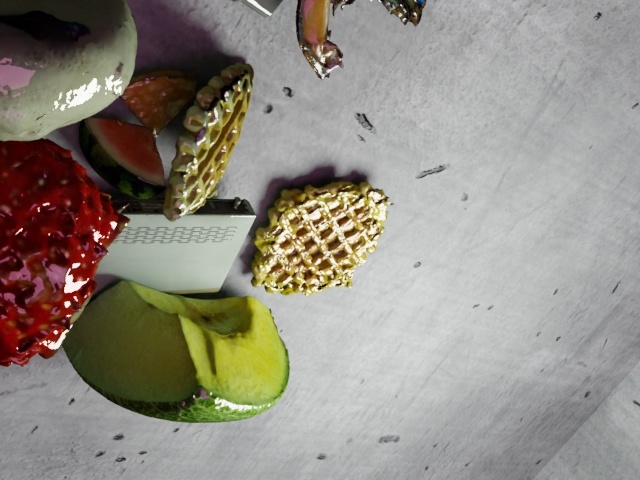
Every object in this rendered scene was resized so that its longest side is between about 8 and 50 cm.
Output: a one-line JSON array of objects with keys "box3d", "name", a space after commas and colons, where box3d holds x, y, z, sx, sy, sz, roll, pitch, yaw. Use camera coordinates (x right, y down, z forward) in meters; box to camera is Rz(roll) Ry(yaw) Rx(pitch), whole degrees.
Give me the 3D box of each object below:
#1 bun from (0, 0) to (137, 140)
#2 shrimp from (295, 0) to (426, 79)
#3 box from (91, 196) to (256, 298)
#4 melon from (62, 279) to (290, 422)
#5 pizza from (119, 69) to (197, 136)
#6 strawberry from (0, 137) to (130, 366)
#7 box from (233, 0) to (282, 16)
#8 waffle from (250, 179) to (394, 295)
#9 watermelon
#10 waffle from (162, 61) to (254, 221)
[{"box3d": [-0.341, -0.196, 0.837, 0.293, 0.293, 0.187, 1, 132, -36], "name": "bun"}, {"box3d": [0.056, -0.313, 1.111, 0.290, 0.054, 0.222, 16, 94, -57], "name": "shrimp"}, {"box3d": [-0.249, 0.009, 1.240, 0.270, 0.045, 0.211, -2, 137, -33], "name": "box"}, {"box3d": [-0.186, 0.175, 1.297, 0.343, 0.331, 0.226, 30, 70, -52], "name": "melon"}, {"box3d": [-0.227, -0.185, 1.113, 0.122, 0.026, 0.109, -12, 141, -31], "name": "pizza"}, {"box3d": [-0.420, -0.008, 0.946, 0.343, 0.292, 0.292, 23, 111, -43], "name": "strawberry"}, {"box3d": [-0.073, -0.347, 1.036, 0.122, 0.084, 0.069, -49, 147, 12], "name": "box"}, {"box3d": [-0.001, -0.001, 1.416, 0.254, 0.052, 0.245, -4, 130, -31], "name": "waffle"}, {"box3d": [-0.262, -0.123, 1.102, 0.094, 0.125, 0.135, -47, 123, -15], "name": "watermelon"}, {"box3d": [-0.148, -0.135, 1.108, 0.214, 0.054, 0.208, -56, 171, -67], "name": "waffle"}]
